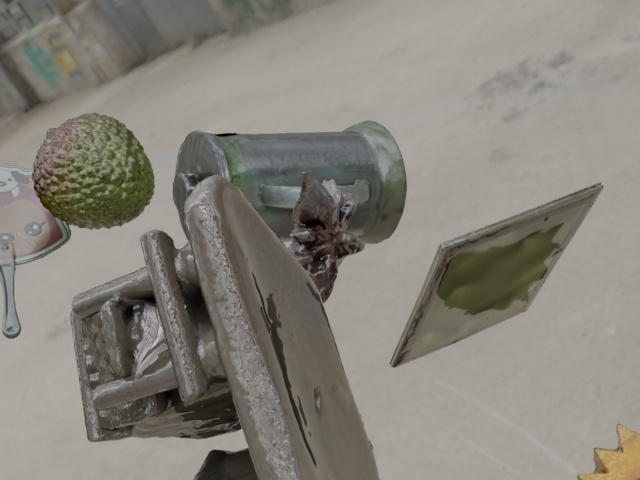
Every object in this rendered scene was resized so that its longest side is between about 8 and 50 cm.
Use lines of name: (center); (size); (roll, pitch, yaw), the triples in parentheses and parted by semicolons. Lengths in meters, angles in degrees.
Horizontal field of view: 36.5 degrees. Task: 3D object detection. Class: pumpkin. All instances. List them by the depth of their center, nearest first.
pumpkin: (0.416, 0.353, 1.292); (0.254, 0.149, 0.130); (-41, 46, -17)

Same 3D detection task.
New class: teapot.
teapot: (-0.046, -0.076, 1.463); (0.337, 0.200, 0.270); (-5, 12, -30)

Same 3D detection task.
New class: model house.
model house: (-0.069, 0.095, 0.569); (0.188, 0.229, 0.122); (-22, -6, 33)

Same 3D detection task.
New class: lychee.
lychee: (-0.225, -0.068, 0.956); (0.146, 0.114, 0.114); (27, 58, 30)

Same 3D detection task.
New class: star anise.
star anise: (0.000, -0.011, 0.887); (0.056, 0.129, 0.124); (10, 41, 31)

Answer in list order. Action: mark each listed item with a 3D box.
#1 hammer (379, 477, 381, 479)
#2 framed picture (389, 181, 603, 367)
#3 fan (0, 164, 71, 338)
hammer: (0.096, 0.347, 1.130); (0.028, 0.060, 0.195); (-40, 32, 4)
framed picture: (0.159, 0.039, 0.914); (0.173, 0.010, 0.231); (-20, -28, -21)
fan: (-0.315, 0.005, 0.967); (0.132, 0.009, 0.220); (-5, 53, -16)
